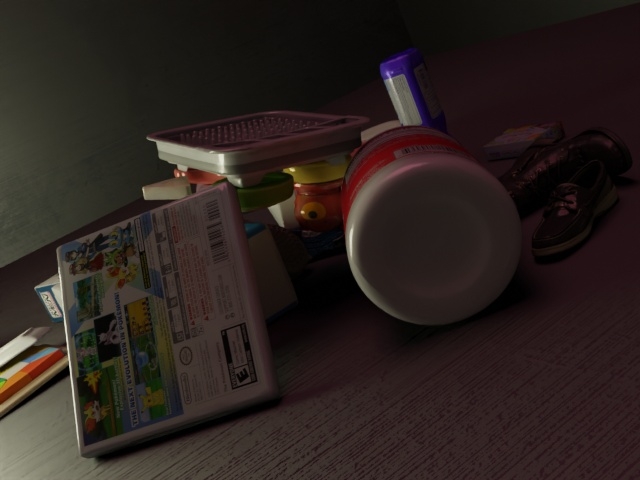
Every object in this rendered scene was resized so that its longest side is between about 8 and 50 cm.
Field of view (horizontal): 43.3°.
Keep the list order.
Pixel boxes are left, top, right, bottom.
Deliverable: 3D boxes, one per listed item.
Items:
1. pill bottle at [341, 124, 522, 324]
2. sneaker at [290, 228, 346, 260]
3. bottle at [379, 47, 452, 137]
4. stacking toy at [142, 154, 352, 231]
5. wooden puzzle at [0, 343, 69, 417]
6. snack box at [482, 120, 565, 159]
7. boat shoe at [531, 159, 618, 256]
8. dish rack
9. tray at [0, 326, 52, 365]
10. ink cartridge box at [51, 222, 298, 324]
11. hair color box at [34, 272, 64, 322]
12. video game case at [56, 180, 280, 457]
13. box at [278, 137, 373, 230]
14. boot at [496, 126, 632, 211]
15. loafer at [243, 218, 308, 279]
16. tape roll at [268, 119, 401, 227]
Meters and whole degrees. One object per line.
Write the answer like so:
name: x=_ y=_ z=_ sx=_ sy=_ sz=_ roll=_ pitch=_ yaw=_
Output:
pill bottle: x=0.146 y=-0.048 z=1.211 sx=0.229 sy=0.228 sz=0.407 roll=-22 pitch=15 yaw=6
sneaker: x=0.000 y=0.000 z=1.606 sx=0.191 sy=0.071 sz=0.083 roll=-17 pitch=-3 yaw=24
bottle: x=0.220 y=-0.274 z=1.765 sx=0.092 sy=0.282 sz=0.118 roll=-17 pitch=17 yaw=23
stacking toy: x=-0.119 y=-0.059 z=1.372 sx=0.309 sy=0.130 sz=0.279 roll=3 pitch=19 yaw=28
wooden puzzle: x=-0.595 y=0.266 z=1.589 sx=0.239 sy=0.044 sz=0.221 roll=-35 pitch=18 yaw=-37
snack box: x=0.430 y=-0.211 z=1.710 sx=0.100 sy=0.037 sz=0.141 roll=-35 pitch=19 yaw=-32
boat shoe: x=0.367 y=-0.051 z=1.188 sx=0.080 sy=0.073 sz=0.224 roll=-7 pitch=22 yaw=47
dish rack: x=-0.106 y=-0.158 z=1.344 sx=0.286 sy=0.072 sz=0.333 roll=-17 pitch=20 yaw=-30
tray: x=-0.687 y=0.259 z=1.661 sx=0.270 sy=0.030 sz=0.145 roll=-35 pitch=8 yaw=-3
ink cartridge box: x=-0.273 y=0.097 z=1.454 sx=0.286 sy=0.166 sz=0.395 roll=-31 pitch=17 yaw=-29
hair color box: x=-0.496 y=0.094 z=1.913 sx=0.347 sy=0.105 sz=0.174 roll=-11 pitch=19 yaw=38
video game case: x=-0.228 y=0.109 z=1.154 sx=0.300 sy=0.328 sz=0.036 roll=-20 pitch=-24 yaw=12
box: x=0.041 y=-0.101 z=1.653 sx=0.233 sy=0.126 sz=0.149 roll=-19 pitch=-13 yaw=18
boot: x=0.359 y=-0.088 z=1.344 sx=0.229 sy=0.091 sz=0.263 roll=-35 pitch=14 yaw=-20
loafer: x=-0.133 y=0.020 z=1.592 sx=0.269 sy=0.092 sz=0.102 roll=23 pitch=48 yaw=32
tape roll: x=0.045 y=-0.161 z=1.950 sx=0.392 sy=0.072 sz=0.392 roll=-31 pitch=14 yaw=9
